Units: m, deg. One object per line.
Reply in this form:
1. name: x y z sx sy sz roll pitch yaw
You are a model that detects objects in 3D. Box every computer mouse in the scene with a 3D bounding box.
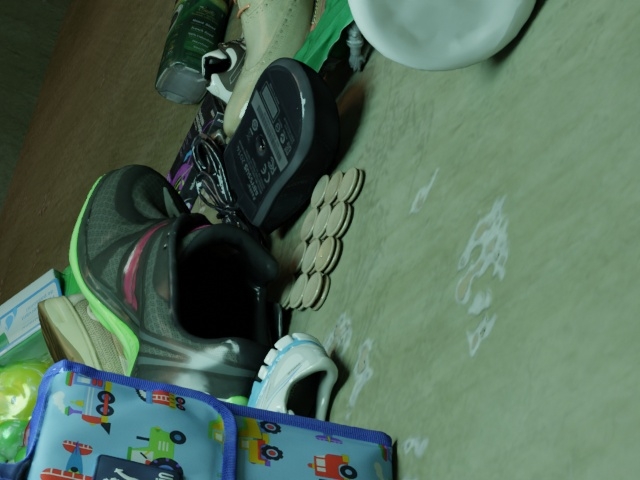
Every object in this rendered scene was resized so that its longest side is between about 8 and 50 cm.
1. computer mouse: -0.045 -0.094 1.615 0.272 0.072 0.189 -51 51 50

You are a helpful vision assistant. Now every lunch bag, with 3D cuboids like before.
1. lunch bag: -0.101 0.214 1.086 0.138 0.293 0.221 -55 23 36

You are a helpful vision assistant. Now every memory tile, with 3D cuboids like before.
1. memory tile: 0.000 0.000 1.500 0.113 0.012 0.148 -13 56 68

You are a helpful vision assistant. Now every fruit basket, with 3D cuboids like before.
1. fruit basket: -0.307 0.194 1.809 0.327 0.165 0.353 -34 34 14

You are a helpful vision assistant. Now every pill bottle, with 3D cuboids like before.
1. pill bottle: 0.090 -0.274 1.324 0.162 0.162 0.278 -59 21 26

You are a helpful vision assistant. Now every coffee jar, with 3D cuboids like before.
1. coffee jar: -0.190 -0.300 2.279 0.096 0.079 0.184 131 153 -52

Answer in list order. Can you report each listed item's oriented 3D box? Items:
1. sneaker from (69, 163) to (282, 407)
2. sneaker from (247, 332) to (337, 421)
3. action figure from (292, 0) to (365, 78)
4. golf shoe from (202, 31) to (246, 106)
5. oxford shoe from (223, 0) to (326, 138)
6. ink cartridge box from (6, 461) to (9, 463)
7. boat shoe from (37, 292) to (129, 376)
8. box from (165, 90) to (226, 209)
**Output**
1. sneaker: -0.126 0.053 1.559 0.202 0.185 0.483 -55 34 18
2. sneaker: -0.040 0.175 1.325 0.191 0.071 0.083 -68 24 1
3. action figure: 0.025 -0.226 1.608 0.232 0.063 0.137 132 156 -54
4. golf shoe: -0.103 -0.233 1.934 0.077 0.093 0.198 -59 19 29
5. oxford shoe: -0.065 -0.295 1.808 0.140 0.146 0.397 -28 44 62
6. ink cartridge box: -0.418 0.307 2.085 0.272 0.130 0.310 97 -179 -53
7. boat shoe: -0.196 0.167 1.624 0.341 0.110 0.122 54 155 37
8. box: -0.170 -0.120 2.096 0.162 0.029 0.116 -61 19 15
